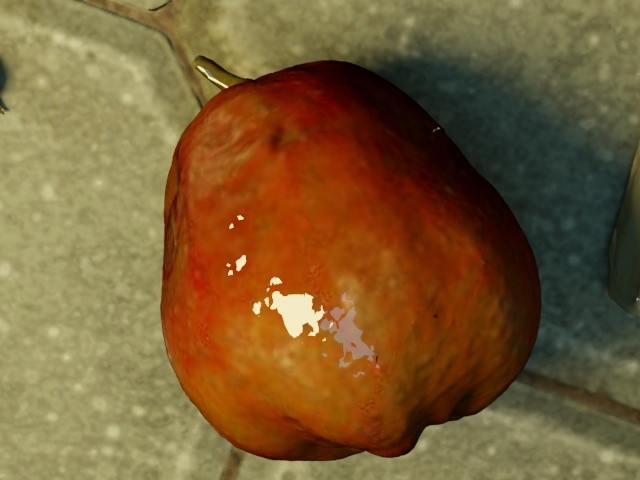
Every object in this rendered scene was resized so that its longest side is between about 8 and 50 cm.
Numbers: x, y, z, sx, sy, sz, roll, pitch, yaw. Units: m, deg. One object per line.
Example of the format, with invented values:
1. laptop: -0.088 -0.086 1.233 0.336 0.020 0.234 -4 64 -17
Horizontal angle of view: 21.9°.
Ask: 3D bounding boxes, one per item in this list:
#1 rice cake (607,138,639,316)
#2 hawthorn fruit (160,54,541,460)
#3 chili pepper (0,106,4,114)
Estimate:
1. rice cake: 0.230 -0.074 1.026 0.052 0.057 0.256 11 109 -1
2. hawthorn fruit: 0.000 0.000 0.980 0.224 0.224 0.261 -24 95 9
3. chili pepper: -0.264 -0.139 1.027 0.045 0.027 0.178 -40 102 14
